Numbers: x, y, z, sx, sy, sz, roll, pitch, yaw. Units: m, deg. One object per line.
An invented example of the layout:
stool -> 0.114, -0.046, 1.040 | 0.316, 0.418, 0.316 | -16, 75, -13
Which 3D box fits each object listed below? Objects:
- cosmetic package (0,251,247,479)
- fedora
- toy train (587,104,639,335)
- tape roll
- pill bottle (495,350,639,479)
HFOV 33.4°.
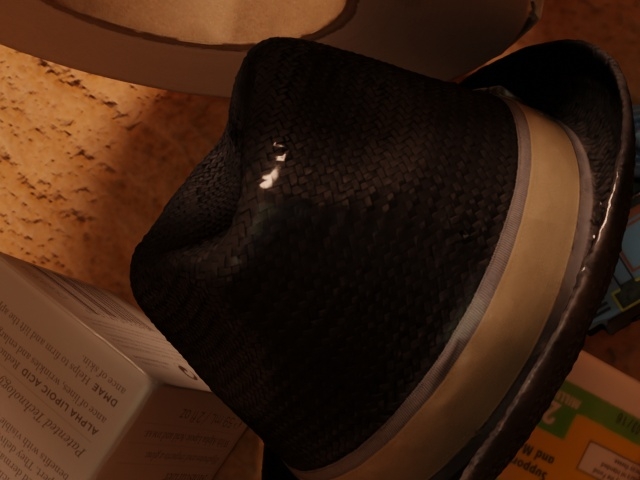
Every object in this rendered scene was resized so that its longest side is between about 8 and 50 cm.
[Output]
cosmetic package -> -0.168, 0.130, 0.661 | 0.151, 0.151, 0.183 | 33, 91, 24
fedora -> 0.000, 0.000, 0.532 | 0.152, 0.334, 0.334 | 29, 87, -14
toy train -> 0.199, -0.025, 0.606 | 0.184, 0.080, 0.105 | -31, 77, 8
tape roll -> -0.075, -0.172, 0.574 | 0.392, 0.392, 0.072 | 2, 77, 21
pill bottle -> 0.071, 0.165, 0.569 | 0.136, 0.136, 0.245 | 26, 87, 24
